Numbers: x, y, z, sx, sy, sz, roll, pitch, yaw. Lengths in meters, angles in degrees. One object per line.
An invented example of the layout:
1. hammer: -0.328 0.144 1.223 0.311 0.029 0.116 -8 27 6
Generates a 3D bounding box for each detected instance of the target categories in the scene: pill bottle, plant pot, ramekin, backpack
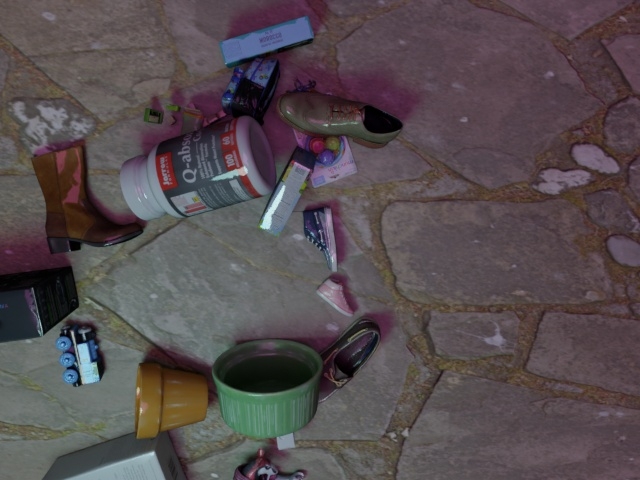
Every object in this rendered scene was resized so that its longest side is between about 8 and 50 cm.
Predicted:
1. pill bottle: -0.316 -0.176 1.483 0.362 0.210 0.210 -15 101 13
2. plant pot: -0.424 0.451 1.623 0.187 0.205 0.205 3 99 -20
3. ramekin: -0.143 0.408 1.580 0.303 0.303 0.148 -2 107 -4
4. backpack: -0.177 -0.407 1.509 0.116 0.158 0.173 23 87 -4

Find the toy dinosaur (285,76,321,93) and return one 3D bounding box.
1. toy dinosaur: -0.053 -0.413 1.568 0.082 0.047 0.090 -30 96 33

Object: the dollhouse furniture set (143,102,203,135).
1. dollhouse furniture set: -0.392 -0.325 1.525 0.151 0.058 0.076 16 100 19

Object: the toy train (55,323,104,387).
1. toy train: -0.688 0.328 1.634 0.105 0.080 0.184 -10 98 -12

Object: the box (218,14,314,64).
1. box: -0.143 -0.527 1.520 0.244 0.100 0.060 -17 102 -1

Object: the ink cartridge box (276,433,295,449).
1. ink cartridge box: -0.107 0.547 1.688 0.052 0.122 0.089 -8 100 -3

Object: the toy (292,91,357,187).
1. toy: 0.006 -0.279 1.594 0.136 0.056 0.237 -20 100 0

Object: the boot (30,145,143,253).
1. boot: -0.639 -0.118 1.574 0.263 0.096 0.281 -8 93 5

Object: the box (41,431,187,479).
1. box: -0.594 0.713 1.656 0.345 0.168 0.215 -17 101 -2

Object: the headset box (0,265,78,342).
1. headset box: -0.811 0.171 1.492 0.246 0.283 0.131 -8 100 -4

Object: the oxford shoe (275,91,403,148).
1. oxford shoe: 0.057 -0.338 1.513 0.348 0.130 0.123 7 81 -21

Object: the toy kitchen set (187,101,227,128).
1. toy kitchen set: -0.309 -0.354 1.551 0.083 0.068 0.075 -28 100 0

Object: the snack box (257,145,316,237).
1. snack box: -0.088 -0.134 1.531 0.070 0.174 0.207 26 109 -7

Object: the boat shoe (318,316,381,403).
1. boat shoe: 0.059 0.367 1.684 0.116 0.097 0.324 41 94 -10

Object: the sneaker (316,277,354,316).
1. sneaker: 0.059 0.163 1.673 0.134 0.051 0.070 38 100 -5

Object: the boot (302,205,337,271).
1. boot: 0.000 0.000 1.641 0.086 0.069 0.190 -7 92 4

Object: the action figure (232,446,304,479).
1. action figure: -0.226 0.780 1.713 0.275 0.248 0.371 15 100 20
